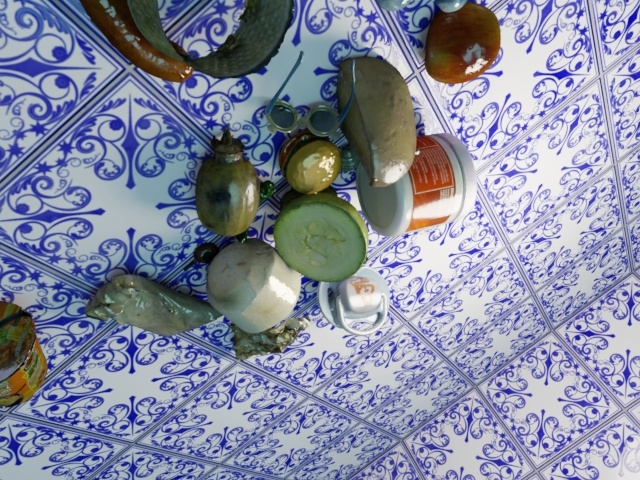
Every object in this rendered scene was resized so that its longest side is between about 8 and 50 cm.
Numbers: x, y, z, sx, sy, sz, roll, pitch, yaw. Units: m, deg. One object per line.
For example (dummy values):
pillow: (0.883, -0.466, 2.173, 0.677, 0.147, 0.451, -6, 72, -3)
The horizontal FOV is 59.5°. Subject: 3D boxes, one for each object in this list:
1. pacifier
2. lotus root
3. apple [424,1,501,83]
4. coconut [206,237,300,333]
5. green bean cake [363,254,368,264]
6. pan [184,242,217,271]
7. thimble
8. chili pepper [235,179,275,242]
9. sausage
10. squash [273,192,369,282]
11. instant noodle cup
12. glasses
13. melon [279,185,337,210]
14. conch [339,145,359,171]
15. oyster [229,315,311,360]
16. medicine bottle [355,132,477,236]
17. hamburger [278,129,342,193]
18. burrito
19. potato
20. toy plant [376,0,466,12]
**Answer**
pacifier: (0.093, 0.205, 1.860, 0.278, 0.228, 0.207, -3, 171, -30)
lotus root: (-0.219, -0.132, 1.329, 0.154, 0.154, 0.278, -7, 126, -26)
apple: (0.337, -0.469, 1.349, 0.173, 0.160, 0.195, -4, 130, 1)
coconut: (-0.174, 0.131, 1.543, 0.237, 0.237, 0.266, -38, 141, 7)
green bean cake: (0.016, -0.004, 1.552, 0.193, 0.208, 0.107, -16, 134, -22)
pan: (-0.327, 0.053, 1.528, 0.115, 0.023, 0.068, -42, 140, 10)
thimble: (-0.193, -0.431, 0.983, 0.270, 0.150, 0.271, -23, 129, -32)
chili pepper: (-0.181, -0.083, 1.449, 0.050, 0.073, 0.182, -10, 134, -58)
sausage: (-0.349, -0.398, 1.027, 0.102, 0.076, 0.302, -35, 139, 4)
squash: (0.000, 0.000, 1.442, 0.252, 0.049, 0.252, 7, 122, 11)
instant noodle cup: (-0.775, 0.288, 1.343, 0.230, 0.230, 0.182, -17, 146, -17)
glasses: (-0.015, -0.339, 1.255, 0.189, 0.088, 0.221, 2, 141, -20)
melon: (-0.031, -0.104, 1.501, 0.162, 0.099, 0.099, -15, 137, -17)
conch: (0.070, -0.211, 1.496, 0.076, 0.057, 0.085, -15, 137, -1)
oyster: (-0.168, 0.294, 1.751, 0.237, 0.115, 0.351, 11, 147, -39)
medicine bottle: (0.251, -0.152, 1.514, 0.240, 0.252, 0.253, -13, 136, -20)
hamburger: (-0.025, -0.197, 1.400, 0.162, 0.115, 0.162, -20, 140, -18)
burrito: (-0.449, 0.184, 1.525, 0.347, 0.107, 0.175, 22, 133, -41)
potato: (0.167, -0.292, 1.326, 0.211, 0.264, 0.189, -12, 145, -15)
toy plant: (0.233, -0.594, 1.100, 0.247, 0.247, 0.332, 19, 122, -43)
